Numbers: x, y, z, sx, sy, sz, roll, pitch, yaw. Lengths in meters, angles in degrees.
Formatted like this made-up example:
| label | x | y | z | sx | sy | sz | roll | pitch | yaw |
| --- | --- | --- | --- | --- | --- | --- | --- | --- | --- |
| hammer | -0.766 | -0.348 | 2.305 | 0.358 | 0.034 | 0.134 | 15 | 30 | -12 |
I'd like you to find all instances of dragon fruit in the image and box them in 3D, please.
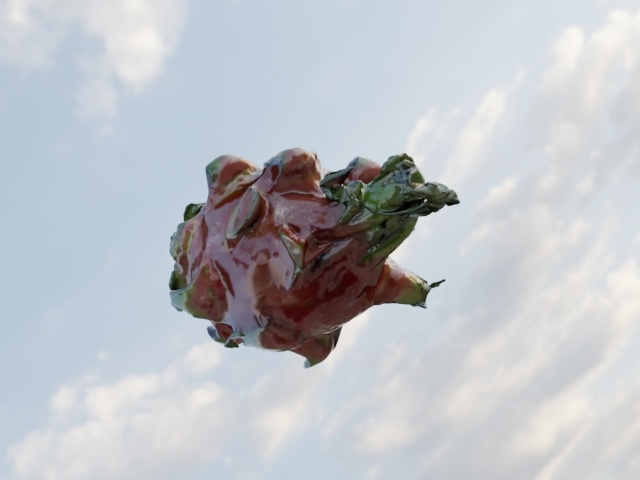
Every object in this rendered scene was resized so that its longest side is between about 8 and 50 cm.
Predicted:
| label | x | y | z | sx | sy | sz | roll | pitch | yaw |
| --- | --- | --- | --- | --- | --- | --- | --- | --- | --- |
| dragon fruit | 0.002 | 0.003 | 0.774 | 0.236 | 0.135 | 0.137 | -19 | -23 | 34 |
